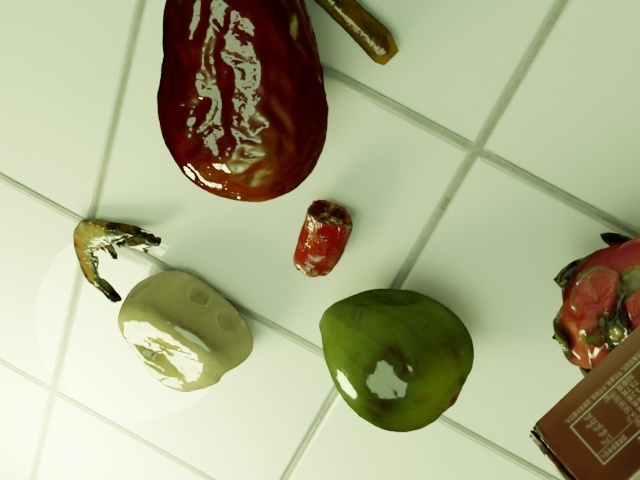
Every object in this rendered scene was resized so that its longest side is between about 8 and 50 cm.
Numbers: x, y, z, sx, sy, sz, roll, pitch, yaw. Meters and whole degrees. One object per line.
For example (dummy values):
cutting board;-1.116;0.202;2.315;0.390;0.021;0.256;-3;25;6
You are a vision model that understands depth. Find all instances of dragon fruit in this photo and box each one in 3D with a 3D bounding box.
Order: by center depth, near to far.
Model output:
dragon fruit;0.395;0.096;1.220;0.224;0.224;0.227;-22;143;37

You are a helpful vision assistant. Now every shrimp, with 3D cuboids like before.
shrimp;-0.334;0.038;1.636;0.195;0.035;0.148;6;109;30

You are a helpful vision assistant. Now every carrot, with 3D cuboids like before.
carrot;0.029;-0.287;1.223;0.170;0.042;0.042;42;132;-5

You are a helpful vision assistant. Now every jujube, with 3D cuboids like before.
jujube;-0.101;-0.204;1.243;0.223;0.223;0.318;10;126;19

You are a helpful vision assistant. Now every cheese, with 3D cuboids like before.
cheese;-0.232;0.163;1.656;0.235;0.117;0.218;20;134;16

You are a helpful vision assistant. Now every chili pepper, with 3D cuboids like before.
chili pepper;0.000;0.000;1.445;0.070;0.073;0.123;58;143;35

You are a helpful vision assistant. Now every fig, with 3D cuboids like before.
fig;0.103;0.165;1.433;0.230;0.207;0.207;35;133;2

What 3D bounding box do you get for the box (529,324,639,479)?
box;0.472;0.175;1.091;0.385;0.122;0.344;-45;134;7
